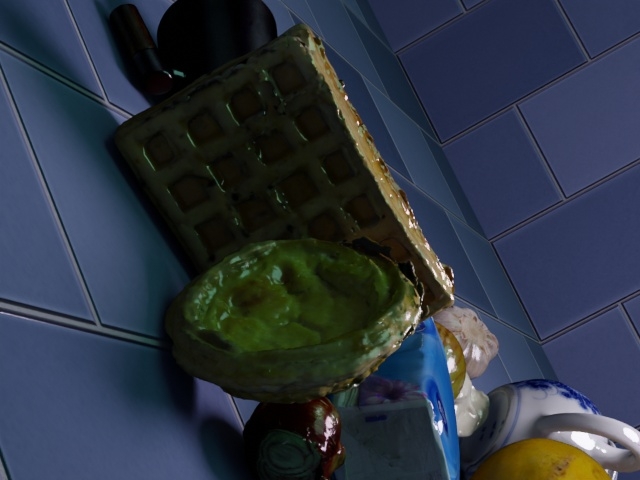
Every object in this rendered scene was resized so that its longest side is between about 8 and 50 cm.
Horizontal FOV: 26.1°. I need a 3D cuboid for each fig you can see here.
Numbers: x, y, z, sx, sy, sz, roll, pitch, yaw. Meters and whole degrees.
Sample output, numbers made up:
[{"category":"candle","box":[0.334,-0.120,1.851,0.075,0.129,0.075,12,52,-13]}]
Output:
[{"category":"fig","box":[0.131,0.209,1.973,0.151,0.151,0.259,58,18,-14]}]

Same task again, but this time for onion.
[{"category":"onion","box":[-0.024,0.207,1.442,0.118,0.117,0.118,18,36,-13]}]

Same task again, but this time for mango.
[{"category":"mango","box":[0.354,0.480,2.011,0.446,0.232,0.300,56,33,-36]}]

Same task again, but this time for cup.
[{"category":"cup","box":[-0.167,-0.221,1.842,0.166,0.239,0.177,108,-21,-46]}]

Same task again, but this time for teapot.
[{"category":"teapot","box":[0.378,0.364,2.249,0.280,0.424,0.252,30,59,-13]}]

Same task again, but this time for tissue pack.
[{"category":"tissue pack","box":[0.091,0.229,1.680,0.263,0.146,0.198,-73,152,-70]}]

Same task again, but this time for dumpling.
[{"category":"dumpling","box":[0.183,0.249,2.191,0.169,0.100,0.134,48,33,-29]}]

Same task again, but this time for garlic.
[{"category":"garlic","box":[0.244,0.187,2.515,0.159,0.102,0.147,-1,62,-48]}]

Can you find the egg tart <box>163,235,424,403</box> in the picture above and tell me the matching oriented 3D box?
[{"category":"egg tart","box":[-0.025,0.088,1.441,0.279,0.279,0.095,-95,180,-60]}]

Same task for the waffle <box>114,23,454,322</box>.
[{"category":"waffle","box":[-0.032,-0.034,1.601,0.376,0.261,0.114,58,8,-12]}]
